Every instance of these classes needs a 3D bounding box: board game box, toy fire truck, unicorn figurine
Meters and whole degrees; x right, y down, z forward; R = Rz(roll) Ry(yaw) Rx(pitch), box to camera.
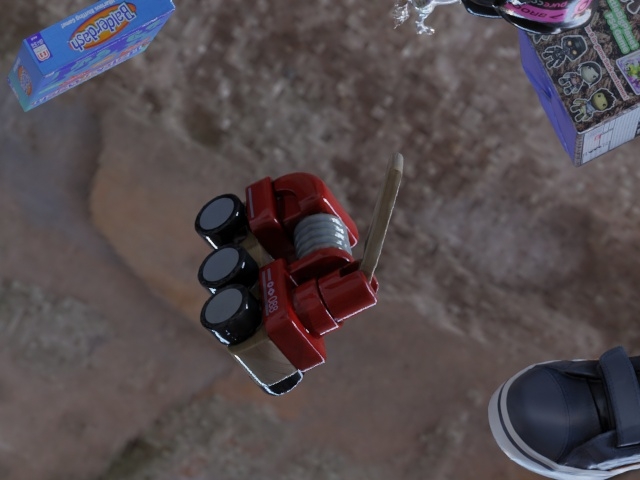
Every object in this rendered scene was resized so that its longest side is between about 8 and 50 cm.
[{"bbox_3d":[0.369,-0.218,1.829,0.291,0.141,0.232,-27,171,3],"label":"board game box"},{"bbox_3d":[-0.252,-0.211,1.865,0.160,0.047,0.210,-30,-177,-15],"label":"board game box"},{"bbox_3d":[0.000,0.000,1.715,0.246,0.158,0.217,-26,-142,15],"label":"toy fire truck"},{"bbox_3d":[0.159,-0.305,2.054,0.162,0.111,0.060,-36,-117,-5],"label":"unicorn figurine"}]

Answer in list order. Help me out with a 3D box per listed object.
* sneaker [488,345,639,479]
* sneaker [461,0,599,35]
[{"bbox_3d":[0.319,0.155,1.640,0.127,0.321,0.126,-50,-137,49],"label":"sneaker"},{"bbox_3d":[0.211,-0.272,1.398,0.483,0.185,0.202,-175,-96,-84],"label":"sneaker"}]
